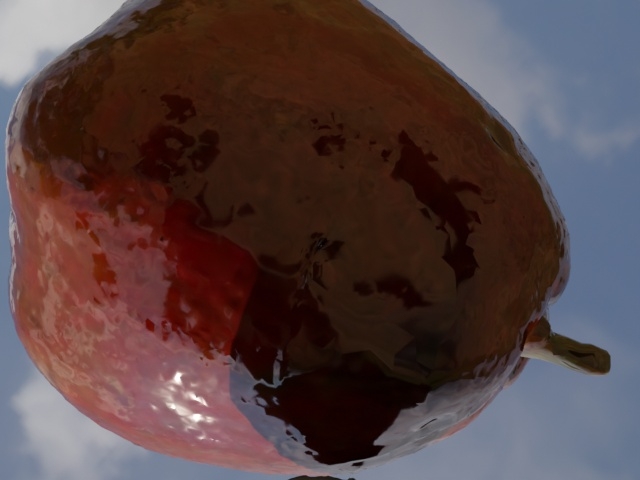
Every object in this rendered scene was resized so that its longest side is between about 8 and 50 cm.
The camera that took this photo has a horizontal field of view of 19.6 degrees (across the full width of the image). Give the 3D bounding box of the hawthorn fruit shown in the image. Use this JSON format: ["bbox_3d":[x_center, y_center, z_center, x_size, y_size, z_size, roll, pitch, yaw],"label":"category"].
[{"bbox_3d":[0.000,0.000,0.788,0.261,0.224,0.224,19,-150,18],"label":"hawthorn fruit"}]

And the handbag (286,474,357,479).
[{"bbox_3d":[0.017,0.157,0.694,0.117,0.095,0.173,4,-161,-36],"label":"handbag"}]
